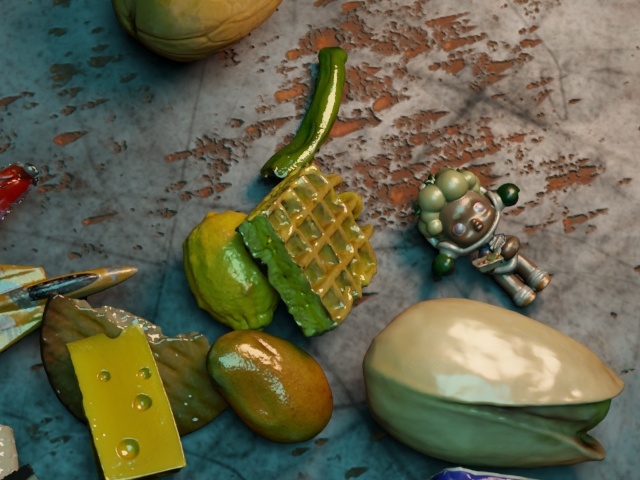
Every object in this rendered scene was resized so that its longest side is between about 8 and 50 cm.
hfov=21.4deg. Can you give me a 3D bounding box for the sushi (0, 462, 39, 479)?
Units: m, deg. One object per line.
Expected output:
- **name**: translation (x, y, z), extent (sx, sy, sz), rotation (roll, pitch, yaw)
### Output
- **sushi**: translation (-0.322, 0.351, 1.811), extent (0.139, 0.031, 0.201), rotation (-34, 113, -17)

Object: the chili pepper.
- **chili pepper**: translation (-0.010, -0.148, 2.074), extent (0.052, 0.050, 0.202), rotation (6, 61, 34)

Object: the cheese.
- **cheese**: translation (-0.217, 0.184, 1.875), extent (0.093, 0.126, 0.171), rotation (-16, 83, -11)

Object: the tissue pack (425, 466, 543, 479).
- **tissue pack**: translation (0.209, 0.404, 1.885), extent (0.209, 0.137, 0.270), rotation (7, 68, -7)

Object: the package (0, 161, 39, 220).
- **package**: translation (-0.455, -0.036, 1.911), extent (0.194, 0.071, 0.269), rotation (25, 44, 34)

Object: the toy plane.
- **toy plane**: translation (-0.364, 0.075, 1.921), extent (0.316, 0.103, 0.204), rotation (-13, 76, -20)

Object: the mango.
- **mango**: translation (-0.057, 0.161, 1.929), extent (0.165, 0.089, 0.115), rotation (45, 48, -11)

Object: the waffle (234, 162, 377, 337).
- **waffle**: translation (0.000, 0.000, 1.975), extent (0.160, 0.055, 0.211), rotation (58, 31, -9)

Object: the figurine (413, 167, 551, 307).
- **figurine**: translation (0.193, -0.005, 2.036), extent (0.197, 0.093, 0.147), rotation (42, 82, 5)

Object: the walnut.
- **walnut**: translation (-0.144, -0.319, 2.040), extent (0.225, 0.193, 0.193), rotation (-33, 80, -17)

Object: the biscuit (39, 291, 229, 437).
- **biscuit**: translation (-0.218, 0.136, 1.915), extent (0.176, 0.031, 0.229), rotation (-34, 105, -7)

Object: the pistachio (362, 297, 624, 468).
- **pistachio**: translation (0.193, 0.169, 1.929), extent (0.299, 0.187, 0.188), rotation (13, 70, -1)

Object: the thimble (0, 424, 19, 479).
- **thimble**: translation (-0.386, 0.253, 1.851), extent (0.115, 0.102, 0.090), rotation (-11, 72, -13)

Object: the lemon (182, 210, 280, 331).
- **lemon**: translation (-0.099, 0.037, 1.963), extent (0.114, 0.114, 0.155), rotation (-22, 77, -16)
